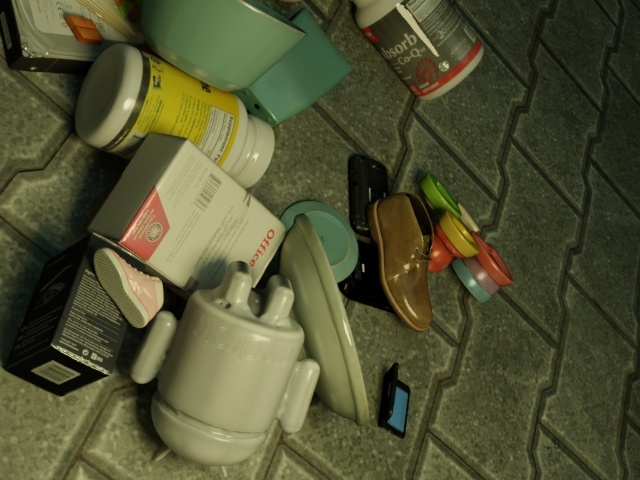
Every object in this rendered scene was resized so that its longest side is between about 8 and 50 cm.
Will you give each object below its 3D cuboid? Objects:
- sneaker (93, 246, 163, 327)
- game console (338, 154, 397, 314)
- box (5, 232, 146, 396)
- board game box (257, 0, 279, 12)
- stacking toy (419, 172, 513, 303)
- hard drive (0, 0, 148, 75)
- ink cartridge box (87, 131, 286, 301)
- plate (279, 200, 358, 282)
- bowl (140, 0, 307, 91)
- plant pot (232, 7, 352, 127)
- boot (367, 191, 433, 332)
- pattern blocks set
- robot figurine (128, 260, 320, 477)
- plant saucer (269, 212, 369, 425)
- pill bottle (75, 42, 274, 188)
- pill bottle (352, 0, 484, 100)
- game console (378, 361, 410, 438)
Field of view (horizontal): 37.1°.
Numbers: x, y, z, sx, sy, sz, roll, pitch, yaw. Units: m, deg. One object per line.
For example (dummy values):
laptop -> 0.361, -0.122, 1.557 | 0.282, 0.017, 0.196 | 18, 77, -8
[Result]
sneaker -> -0.286, 0.060, 1.446 | 0.134, 0.051, 0.070 | 60, 39, -11
game console -> 0.123, -0.020, 2.124 | 0.213, 0.044, 0.361 | 21, 58, -39
box -> -0.376, 0.115, 1.477 | 0.108, 0.153, 0.207 | 34, 51, -29
board game box -> -0.190, -0.490, 2.043 | 0.124, 0.039, 0.259 | 53, 46, -13
stacking toy -> 0.302, 0.005, 2.257 | 0.309, 0.130, 0.279 | 38, 20, -42
hard drive -> -0.428, -0.419, 1.752 | 0.339, 0.064, 0.236 | -4, 74, -47
ink cartridge box -> -0.221, -0.019, 1.633 | 0.283, 0.117, 0.207 | 43, 71, -41
plate -> 0.000, 0.000, 1.969 | 0.188, 0.024, 0.188 | 13, 62, -25
bowl -> -0.196, -0.379, 1.709 | 0.312, 0.163, 0.311 | 30, 11, -7
plant pot -> -0.088, -0.327, 1.980 | 0.165, 0.165, 0.234 | 50, 52, -16
boot -> 0.194, 0.043, 2.049 | 0.112, 0.115, 0.305 | -6, 78, -50
pattern blocks set -> -0.383, -0.465, 1.752 | 0.325, 0.026, 0.285 | 28, 53, -33
robot figurine -> -0.154, 0.215, 1.558 | 0.300, 0.200, 0.353 | 19, 98, -5
plant saucer -> -0.018, 0.153, 1.736 | 0.101, 0.400, 0.400 | -16, 80, -6
pill bottle -> -0.255, -0.210, 1.730 | 0.334, 0.188, 0.187 | 21, 57, -38
pill bottle -> 0.216, -0.539, 2.341 | 0.363, 0.210, 0.210 | 47, 45, -17
game console -> 0.164, 0.331, 1.975 | 0.071, 0.107, 0.122 | 15, 56, -7
